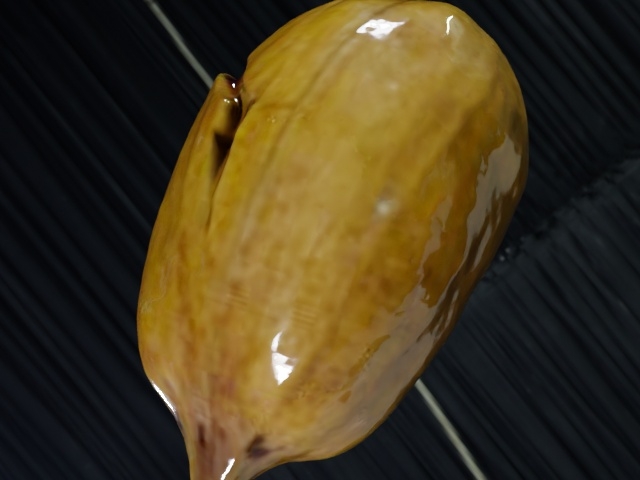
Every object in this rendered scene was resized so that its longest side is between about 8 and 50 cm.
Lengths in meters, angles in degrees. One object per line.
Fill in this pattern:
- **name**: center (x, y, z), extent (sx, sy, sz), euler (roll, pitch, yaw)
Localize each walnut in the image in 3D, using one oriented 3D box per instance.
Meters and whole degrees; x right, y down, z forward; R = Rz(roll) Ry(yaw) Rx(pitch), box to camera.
- **walnut**: center (0.000, 0.000, 0.599), extent (0.336, 0.209, 0.209), euler (-64, 4, -19)
